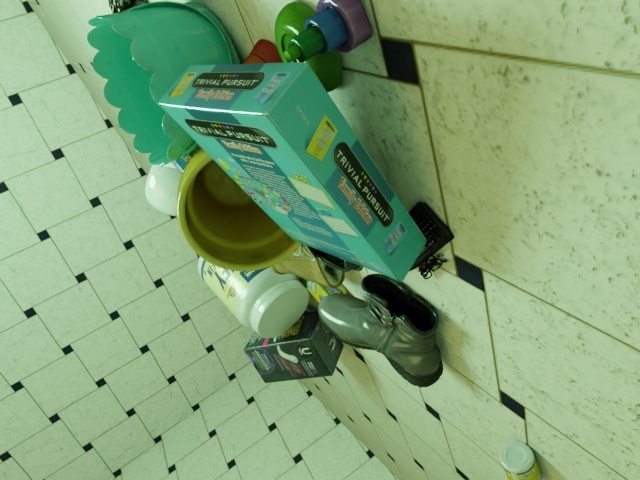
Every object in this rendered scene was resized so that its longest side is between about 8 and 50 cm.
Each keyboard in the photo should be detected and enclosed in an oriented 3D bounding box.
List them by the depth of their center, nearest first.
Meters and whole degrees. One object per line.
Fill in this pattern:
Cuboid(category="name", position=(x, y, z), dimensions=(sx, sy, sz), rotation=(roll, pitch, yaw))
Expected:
Cuboid(category="keyboard", position=(0.151, 0.014, 0.794), dimensions=(0.100, 0.038, 0.192), rotation=(49, 163, 9))

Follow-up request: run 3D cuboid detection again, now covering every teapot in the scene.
Cuboid(category="teapot", position=(-0.371, -0.168, 1.462), dimensions=(0.187, 0.256, 0.252), rotation=(28, 126, 3))

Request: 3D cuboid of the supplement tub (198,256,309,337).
Cuboid(category="supplement tub", position=(-0.213, 0.131, 1.602), dimensions=(0.325, 0.235, 0.235), rotation=(40, 159, 32))

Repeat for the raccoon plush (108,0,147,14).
Cuboid(category="raccoon plush", position=(-0.502, -0.512, 0.950), dimensions=(0.216, 0.299, 0.446), rotation=(39, 159, 34))

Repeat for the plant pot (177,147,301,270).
Cuboid(category="plant pot", position=(-0.157, -0.104, 1.006), dimensions=(0.254, 0.254, 0.239), rotation=(62, 179, -30))

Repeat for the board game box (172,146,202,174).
Cuboid(category="board game box", position=(-0.281, -0.222, 1.201), dimensions=(0.210, 0.160, 0.047), rotation=(49, 163, 9))

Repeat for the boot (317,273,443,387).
Cuboid(category="boot", position=(0.114, 0.145, 1.056), dimensions=(0.338, 0.118, 0.223), rotation=(23, 146, 36))

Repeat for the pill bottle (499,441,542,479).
Cuboid(category="pill bottle", position=(0.402, 0.459, 0.997), dimensions=(0.065, 0.065, 0.116), rotation=(24, 147, 56))

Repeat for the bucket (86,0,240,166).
Cuboid(category="bucket", position=(-0.279, -0.298, 0.935), dimensions=(0.281, 0.183, 0.281), rotation=(38, 146, 32))

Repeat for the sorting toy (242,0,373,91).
Cuboid(category="sorting toy", position=(-0.065, -0.233, 0.699), dimensions=(0.127, 0.126, 0.365), rotation=(57, 163, -16))

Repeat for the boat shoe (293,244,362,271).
Cuboid(category="boat shoe", position=(0.000, 0.000, 1.028), dimensions=(0.254, 0.079, 0.095), rotation=(34, 132, 43))

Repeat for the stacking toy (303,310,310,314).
Cuboid(category="stacking toy", position=(-0.073, 0.298, 1.777), dimensions=(0.330, 0.141, 0.141), rotation=(48, 163, -3))

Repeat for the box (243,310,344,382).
Cuboid(category="box", position=(-0.086, 0.351, 1.652), dimensions=(0.270, 0.143, 0.165), rotation=(-14, 116, 29))

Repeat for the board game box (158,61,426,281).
Cuboid(category="board game box", position=(-0.030, -0.092, 0.703), dimensions=(0.254, 0.079, 0.336), rotation=(20, 159, 45))

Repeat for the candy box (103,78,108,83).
Cuboid(category="candy box", position=(-0.595, -0.484, 1.560), dimensions=(0.206, 0.105, 0.027), rotation=(55, 162, -10))

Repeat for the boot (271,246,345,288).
Cuboid(category="boot", position=(-0.065, -0.005, 1.230), dimensions=(0.269, 0.089, 0.236), rotation=(4, 125, 59))

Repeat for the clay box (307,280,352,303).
Cuboid(category="clay box", position=(0.034, 0.153, 1.330), dimensions=(0.222, 0.053, 0.127), rotation=(45, 161, 17))
